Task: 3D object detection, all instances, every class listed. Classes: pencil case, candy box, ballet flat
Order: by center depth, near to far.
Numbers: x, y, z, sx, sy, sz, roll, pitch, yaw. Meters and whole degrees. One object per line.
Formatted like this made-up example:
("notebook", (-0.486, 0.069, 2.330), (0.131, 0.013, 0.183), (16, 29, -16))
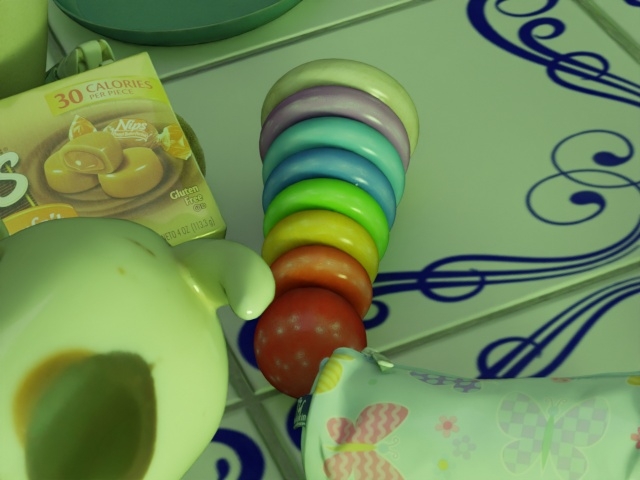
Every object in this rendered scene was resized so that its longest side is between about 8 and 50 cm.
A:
("pencil case", (0.123, 0.146, 1.427), (0.273, 0.113, 0.124), (4, 61, 16))
("candy box", (-0.260, -0.020, 1.689), (0.316, 0.087, 0.183), (-21, 71, -14))
("ballet flat", (-0.205, -0.145, 1.914), (0.077, 0.079, 0.221), (-29, 41, -23))

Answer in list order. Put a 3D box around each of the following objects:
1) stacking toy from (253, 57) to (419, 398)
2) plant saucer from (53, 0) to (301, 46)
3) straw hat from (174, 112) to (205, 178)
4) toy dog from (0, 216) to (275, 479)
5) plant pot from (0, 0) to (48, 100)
("stacking toy", (0.000, 0.000, 1.653), (0.141, 0.141, 0.330), (-1, 44, 11))
("plant saucer", (-0.134, -0.291, 2.122), (0.318, 0.043, 0.317), (-5, 37, 4))
("straw hat", (-0.177, -0.054, 1.794), (0.144, 0.061, 0.144), (2, 69, -6))
("toy dog", (-0.215, 0.177, 1.241), (0.395, 0.284, 0.408), (-13, 26, 22))
("plant pot", (-0.356, -0.177, 1.826), (0.256, 0.274, 0.256), (-5, 37, 4))
